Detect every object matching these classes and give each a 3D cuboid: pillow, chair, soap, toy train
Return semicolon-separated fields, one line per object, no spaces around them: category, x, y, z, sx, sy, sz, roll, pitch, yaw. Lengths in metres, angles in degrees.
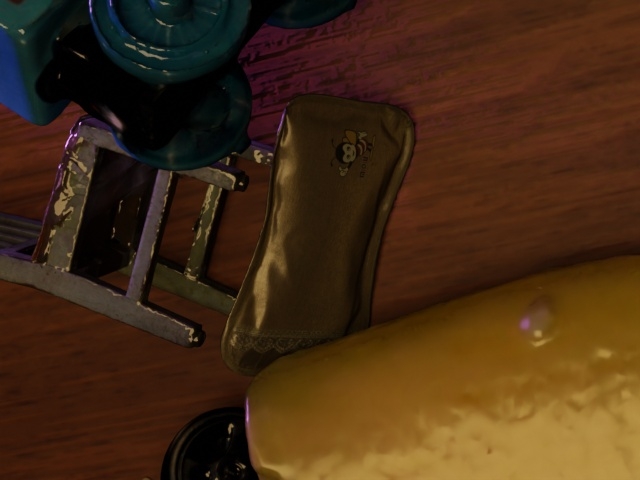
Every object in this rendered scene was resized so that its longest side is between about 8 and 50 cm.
pillow;0.000;0.000;1.358;0.033;0.130;0.217;30;110;53
chair;-0.172;-0.034;1.387;0.270;0.136;0.147;19;103;16
soap;0.174;0.173;1.310;0.427;0.115;0.306;-12;82;12
toy train;-0.113;-0.219;1.265;0.265;0.188;0.300;34;71;11

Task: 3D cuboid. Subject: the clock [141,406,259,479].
clock;-0.044;0.336;1.371;0.276;0.120;0.379;-39;82;-18
